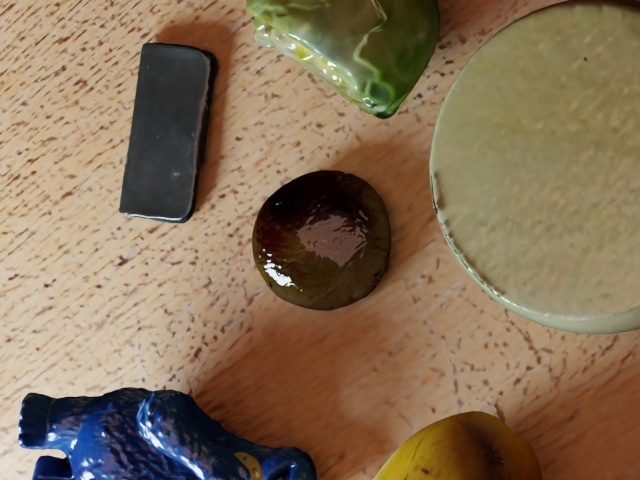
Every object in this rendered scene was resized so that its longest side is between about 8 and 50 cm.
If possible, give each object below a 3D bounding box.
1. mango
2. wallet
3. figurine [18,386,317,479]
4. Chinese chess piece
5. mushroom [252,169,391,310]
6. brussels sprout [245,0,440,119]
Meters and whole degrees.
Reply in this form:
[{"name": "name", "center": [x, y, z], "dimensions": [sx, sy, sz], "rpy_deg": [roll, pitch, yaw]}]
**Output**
[{"name": "mango", "center": [0.076, 0.223, 1.217], "dimensions": [0.112, 0.145, 0.219], "rpy_deg": [39, 108, -15]}, {"name": "wallet", "center": [-0.134, -0.094, 1.402], "dimensions": [0.082, 0.018, 0.157], "rpy_deg": [7, 91, 27]}, {"name": "figurine", "center": [-0.122, 0.187, 1.339], "dimensions": [0.262, 0.121, 0.164], "rpy_deg": [16, 122, 4]}, {"name": "Chinese chess piece", "center": [0.205, -0.055, 1.188], "dimensions": [0.250, 0.097, 0.251], "rpy_deg": [-2, 86, 27]}, {"name": "mushroom", "center": [0.000, 0.000, 1.315], "dimensions": [0.123, 0.052, 0.123], "rpy_deg": [1, 92, 25]}, {"name": "brussels sprout", "center": [0.025, -0.181, 1.260], "dimensions": [0.151, 0.149, 0.122], "rpy_deg": [33, 86, 8]}]
